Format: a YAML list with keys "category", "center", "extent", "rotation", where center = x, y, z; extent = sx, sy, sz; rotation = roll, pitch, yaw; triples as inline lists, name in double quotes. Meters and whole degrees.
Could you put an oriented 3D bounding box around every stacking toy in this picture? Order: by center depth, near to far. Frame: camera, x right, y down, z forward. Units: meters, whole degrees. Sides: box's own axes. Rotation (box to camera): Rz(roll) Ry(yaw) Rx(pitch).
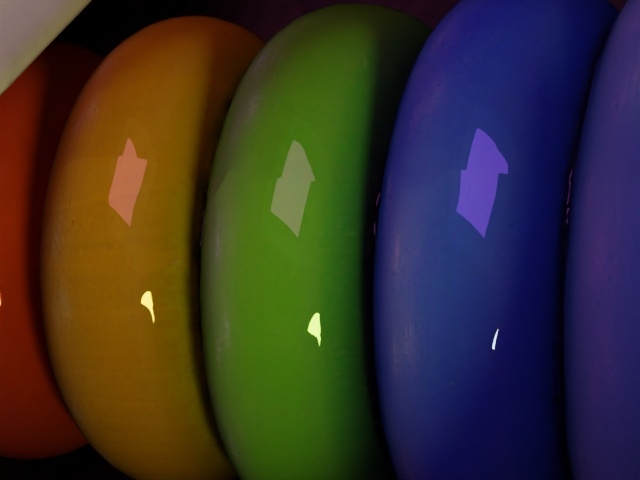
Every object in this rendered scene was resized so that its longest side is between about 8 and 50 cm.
- category: "stacking toy"
  center: [0.000, 0.000, 0.383]
  extent: [0.330, 0.141, 0.141]
  rotation: [4, 57, 19]

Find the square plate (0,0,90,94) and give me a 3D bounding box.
- category: "square plate"
  center: [-0.200, -0.094, 0.436]
  extent: [0.344, 0.049, 0.347]
  rotation: [3, 28, 13]
